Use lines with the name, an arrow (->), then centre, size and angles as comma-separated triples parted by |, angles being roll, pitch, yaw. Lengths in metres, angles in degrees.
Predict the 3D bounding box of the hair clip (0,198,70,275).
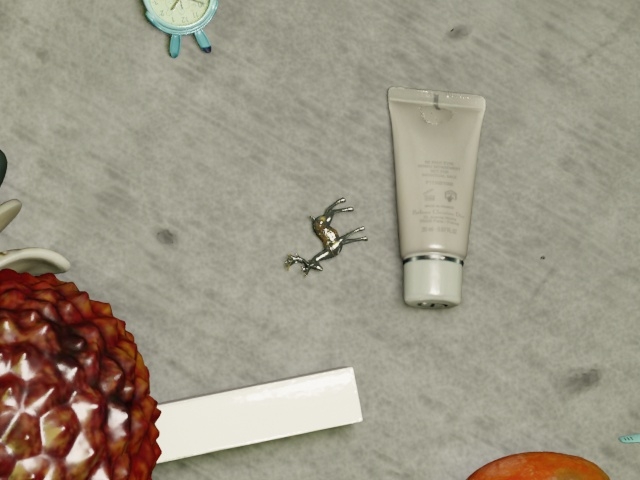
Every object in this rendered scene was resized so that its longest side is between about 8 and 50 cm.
hair clip -> -0.476, 0.034, 1.700 | 0.282, 0.172, 0.113 | -20, 80, -21

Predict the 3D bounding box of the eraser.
eraser -> -0.099, 0.234, 1.766 | 0.298, 0.078, 0.076 | -11, 87, -8

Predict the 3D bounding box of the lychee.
lychee -> -0.414, 0.269, 1.559 | 0.424, 0.424, 0.500 | 37, 73, -3

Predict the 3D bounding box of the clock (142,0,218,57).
clock -> -0.194, -0.329, 1.817 | 0.108, 0.045, 0.147 | -12, 88, -8

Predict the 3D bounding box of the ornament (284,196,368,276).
ornament -> 0.000, 0.000, 1.826 | 0.125, 0.028, 0.073 | -32, 91, -11

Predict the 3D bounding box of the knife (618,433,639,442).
knife -> 0.470, 0.282, 1.877 | 0.091, 0.005, 0.014 | -2, 87, -7

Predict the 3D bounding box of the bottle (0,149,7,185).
bottle -> -0.537, -0.136, 1.698 | 0.271, 0.156, 0.143 | 23, 76, -1

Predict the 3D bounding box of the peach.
peach -> 0.297, 0.385, 1.719 | 0.232, 0.256, 0.233 | 4, 80, -24

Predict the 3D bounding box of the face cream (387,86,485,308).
face cream -> 0.160, -0.063, 1.828 | 0.143, 0.089, 0.315 | 5, 77, -6
